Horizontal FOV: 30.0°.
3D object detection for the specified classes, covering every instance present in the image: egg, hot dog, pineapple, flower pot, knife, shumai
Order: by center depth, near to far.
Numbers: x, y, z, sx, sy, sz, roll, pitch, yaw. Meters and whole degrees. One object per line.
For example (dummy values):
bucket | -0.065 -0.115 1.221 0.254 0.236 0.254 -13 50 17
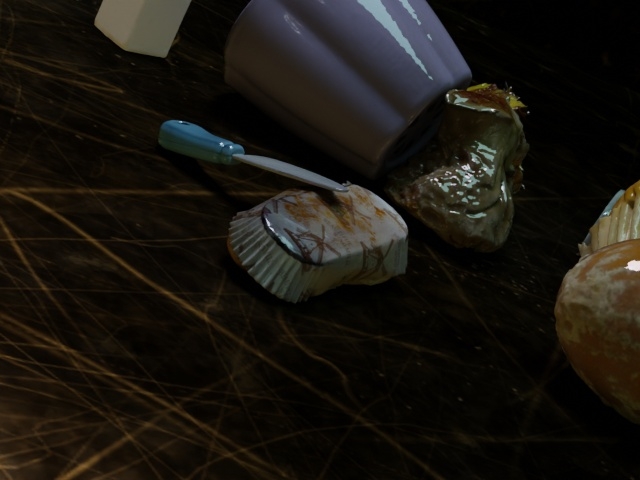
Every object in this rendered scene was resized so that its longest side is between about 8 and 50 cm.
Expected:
hot dog | 0.000 0.000 1.167 0.131 0.069 0.253 45 27 18
egg | 0.347 0.091 1.209 0.233 0.195 0.195 26 20 -19
knife | -0.066 -0.083 1.232 0.244 0.032 0.058 18 10 28
shumai | 0.184 -0.092 1.462 0.166 0.175 0.206 25 24 -8
flower pot | 0.044 -0.217 1.513 0.243 0.265 0.265 47 24 11
pineapple | 0.200 -0.134 1.688 0.161 0.158 0.334 -17 20 -1

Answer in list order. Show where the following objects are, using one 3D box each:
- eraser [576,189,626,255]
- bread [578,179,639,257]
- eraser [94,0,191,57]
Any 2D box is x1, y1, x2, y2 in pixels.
eraser | 0.510 0.047 1.654 0.290 0.104 0.189 32 17 10
bread | 0.510 0.057 1.397 0.389 0.236 0.183 28 62 -18
eraser | -0.184 -0.383 1.510 0.076 0.298 0.078 42 25 31
